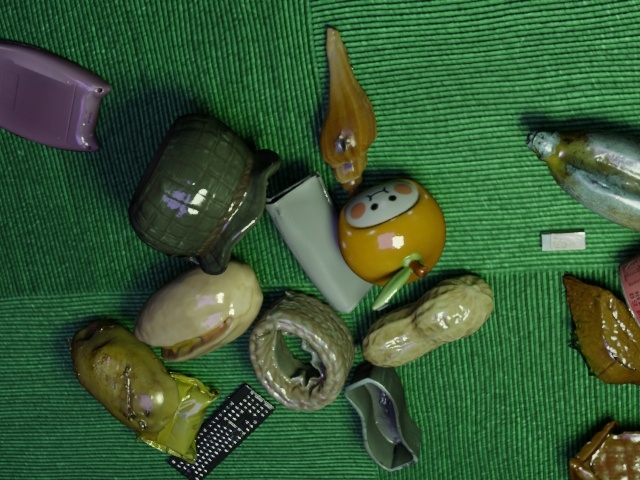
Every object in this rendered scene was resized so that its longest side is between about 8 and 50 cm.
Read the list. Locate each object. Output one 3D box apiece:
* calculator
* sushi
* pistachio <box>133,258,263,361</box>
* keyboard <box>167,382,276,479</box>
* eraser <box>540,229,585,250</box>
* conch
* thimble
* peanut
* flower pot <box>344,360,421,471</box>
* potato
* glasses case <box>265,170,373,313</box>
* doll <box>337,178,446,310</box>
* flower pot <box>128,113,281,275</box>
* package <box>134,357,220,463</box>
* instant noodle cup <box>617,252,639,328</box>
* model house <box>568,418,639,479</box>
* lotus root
[{"bbox_3d":[-0.579,-0.292,1.875,0.294,0.043,0.194,20,115,4],"label":"calculator"},{"bbox_3d":[0.559,0.201,1.801,0.287,0.140,0.149,41,77,-7],"label":"sushi"},{"bbox_3d":[-0.255,0.140,1.926,0.299,0.187,0.187,-26,105,26],"label":"pistachio"},{"bbox_3d":[-0.233,0.447,2.120,0.101,0.018,0.310,41,114,-7],"label":"keyboard"},{"bbox_3d":[0.472,0.000,1.793,0.083,0.019,0.038,-2,113,13],"label":"eraser"},{"bbox_3d":[0.045,-0.233,1.744,0.109,0.093,0.330,-1,111,19],"label":"conch"},{"bbox_3d":[-0.039,0.231,1.926,0.229,0.148,0.196,46,115,-6],"label":"thimble"},{"bbox_3d":[0.210,0.168,1.852,0.298,0.136,0.120,-31,69,23],"label":"peanut"},{"bbox_3d":[0.134,0.369,1.966,0.103,0.108,0.229,-17,107,18],"label":"flower pot"},{"bbox_3d":[-0.430,0.285,1.995,0.300,0.140,0.173,40,120,24],"label":"potato"},{"bbox_3d":[0.002,-0.001,1.840,0.128,0.083,0.308,-37,120,-8],"label":"glasses case"},{"bbox_3d":[0.148,0.009,1.740,0.213,0.236,0.213,-12,132,-14],"label":"doll"},{"bbox_3d":[-0.231,-0.093,1.763,0.213,0.302,0.302,28,115,-14],"label":"flower pot"},{"bbox_3d":[-0.327,0.389,2.076,0.168,0.090,0.226,25,108,5],"label":"package"},{"bbox_3d":[0.697,0.069,1.678,0.255,0.244,0.244,-27,105,30],"label":"instant noodle cup"},{"bbox_3d":[0.631,0.491,1.890,0.229,0.220,0.199,-2,153,18],"label":"model house"},{"bbox_3d":[0.522,-0.123,1.670,0.322,0.140,0.158,24,97,7],"label":"lotus root"}]
